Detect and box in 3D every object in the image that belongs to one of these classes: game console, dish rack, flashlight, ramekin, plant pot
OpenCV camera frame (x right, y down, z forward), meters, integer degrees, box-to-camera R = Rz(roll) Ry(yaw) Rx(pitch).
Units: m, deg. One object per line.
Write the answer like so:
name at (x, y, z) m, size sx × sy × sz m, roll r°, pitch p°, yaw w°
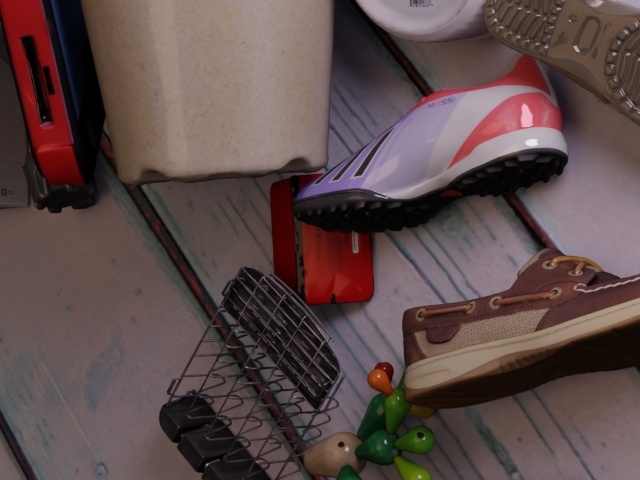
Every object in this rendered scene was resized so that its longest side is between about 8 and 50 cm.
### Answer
game console at (0.000, 0.000, 1.670) m, size 0.124 × 0.085 × 0.144 m, roll -4°, pitch 88°, yaw 9°
dish rack at (-0.069, 0.172, 1.681) m, size 0.208 × 0.074 × 0.271 m, roll 45°, pitch 121°, yaw 29°
flashlight at (-0.365, -0.189, 1.907) m, size 0.103 × 0.103 × 0.304 m, roll 122°, pitch 134°, yaw -67°
ramekin at (0.116, -0.291, 1.477) m, size 0.207 × 0.109 × 0.207 m, roll 14°, pitch 114°, yaw 33°
plant pot at (-0.111, -0.215, 1.568) m, size 0.334 × 0.334 × 0.305 m, roll -4°, pitch 91°, yaw 40°
game console at (-0.301, -0.279, 1.690) m, size 0.060 × 0.342 × 0.386 m, roll -7°, pitch 112°, yaw 3°

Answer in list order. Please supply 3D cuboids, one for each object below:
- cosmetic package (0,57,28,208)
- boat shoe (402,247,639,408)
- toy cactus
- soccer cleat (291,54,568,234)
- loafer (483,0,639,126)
cosmetic package at (-0.459, -0.157, 2.012) m, size 0.117 × 0.085 × 0.231 m, roll -3°, pitch 86°, yaw 40°
boat shoe at (0.224, 0.061, 1.410) m, size 0.342 × 0.123 × 0.123 m, roll -21°, pitch 63°, yaw 31°
toy cactus at (0.042, 0.215, 1.542) m, size 0.180 × 0.112 × 0.219 m, roll -20°, pitch 48°, yaw 49°
soccer cleat at (0.104, -0.089, 1.531) m, size 0.318 × 0.109 × 0.116 m, roll -18°, pitch 68°, yaw 36°
loafer at (0.281, -0.172, 1.387) m, size 0.268 × 0.092 × 0.102 m, roll 34°, pitch 105°, yaw 18°
